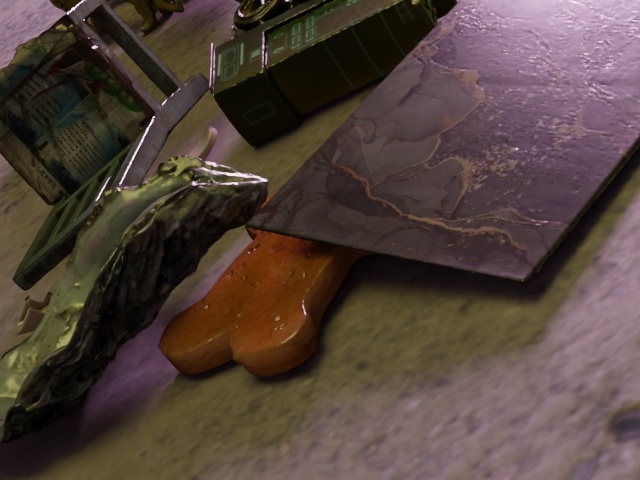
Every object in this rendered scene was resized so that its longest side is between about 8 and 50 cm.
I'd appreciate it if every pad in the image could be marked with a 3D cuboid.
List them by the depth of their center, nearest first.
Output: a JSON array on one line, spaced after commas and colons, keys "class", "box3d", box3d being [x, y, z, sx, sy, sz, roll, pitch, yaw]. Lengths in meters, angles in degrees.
[{"class": "pad", "box3d": [0.142, -0.110, 1.090, 0.247, 0.007, 0.367, 13, 49, 43]}]

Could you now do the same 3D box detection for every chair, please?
[{"class": "chair", "box3d": [-0.214, -0.099, 1.317, 0.136, 0.147, 0.270, -38, 12, 26]}]

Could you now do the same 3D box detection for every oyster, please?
[{"class": "oyster", "box3d": [-0.166, 0.047, 1.125, 0.252, 0.087, 0.199, -55, 15, -30]}]

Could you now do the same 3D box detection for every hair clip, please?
[{"class": "hair clip", "box3d": [-0.145, 0.010, 1.241, 0.226, 0.072, 0.034, -44, 22, 1]}]

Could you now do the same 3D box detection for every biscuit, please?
[{"class": "biscuit", "box3d": [0.000, 0.001, 1.098, 0.165, 0.036, 0.250, 0, 46, 48]}]

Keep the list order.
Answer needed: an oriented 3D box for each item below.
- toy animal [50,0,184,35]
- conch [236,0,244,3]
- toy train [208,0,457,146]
[{"class": "toy animal", "box3d": [-0.249, -0.290, 1.757, 0.181, 0.136, 0.073, -10, 37, 37]}, {"class": "conch", "box3d": [-0.024, -0.324, 1.572, 0.202, 0.134, 0.196, -26, 58, 10]}, {"class": "toy train", "box3d": [0.011, -0.179, 1.333, 0.225, 0.090, 0.137, -25, 35, 18]}]
